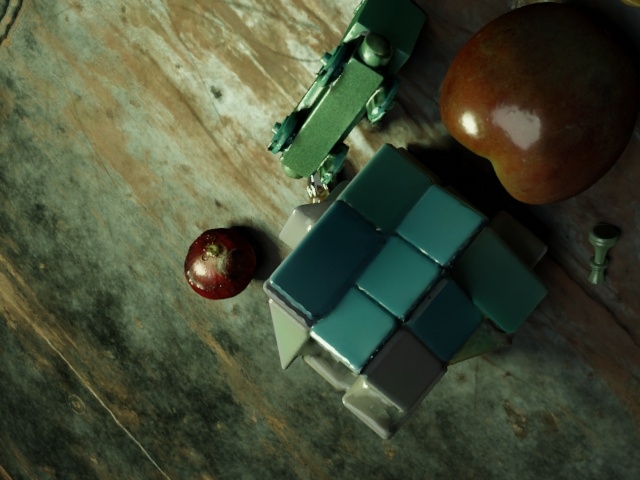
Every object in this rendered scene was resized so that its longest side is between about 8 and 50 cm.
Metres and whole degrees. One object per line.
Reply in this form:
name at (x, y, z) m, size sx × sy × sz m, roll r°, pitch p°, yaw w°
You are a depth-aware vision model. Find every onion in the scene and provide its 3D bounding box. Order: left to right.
onion at (-0.174, 0.040, 2.072) m, size 0.131 × 0.131 × 0.131 m, roll 18°, pitch 125°, yaw 28°

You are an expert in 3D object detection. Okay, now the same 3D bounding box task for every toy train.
toy train at (0.033, -0.216, 1.724) m, size 0.120 × 0.194 × 0.298 m, roll 31°, pitch 137°, yaw -8°

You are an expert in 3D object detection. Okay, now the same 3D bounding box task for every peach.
peach at (0.286, -0.180, 1.527) m, size 0.252 × 0.252 × 0.253 m, roll 18°, pitch 125°, yaw 28°

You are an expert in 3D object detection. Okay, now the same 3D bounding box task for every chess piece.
chess piece at (0.398, 0.024, 1.690) m, size 0.042 × 0.042 × 0.093 m, roll 22°, pitch 133°, yaw 26°

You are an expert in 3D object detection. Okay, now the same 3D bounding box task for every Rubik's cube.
Rubik's cube at (0.103, 0.072, 1.724) m, size 0.358 × 0.387 × 0.368 m, roll 42°, pitch 177°, yaw 7°

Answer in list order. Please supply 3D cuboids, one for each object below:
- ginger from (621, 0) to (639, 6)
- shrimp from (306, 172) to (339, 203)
ginger at (0.350, -0.441, 1.285) m, size 0.176 × 0.256 × 0.375 m, roll -17°, pitch 99°, yaw 2°
shrimp at (0.000, 0.000, 1.952) m, size 0.164 × 0.062 × 0.317 m, roll 13°, pitch 114°, yaw 54°
